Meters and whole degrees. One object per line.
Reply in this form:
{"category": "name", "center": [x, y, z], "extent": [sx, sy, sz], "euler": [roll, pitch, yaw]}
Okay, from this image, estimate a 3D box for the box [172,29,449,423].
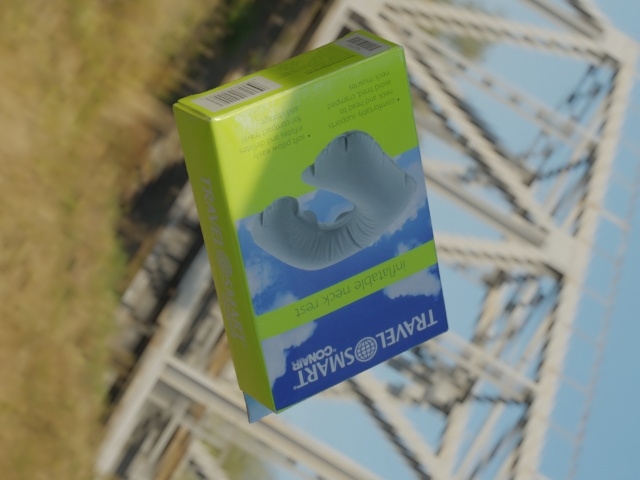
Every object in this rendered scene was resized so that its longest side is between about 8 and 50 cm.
{"category": "box", "center": [0.000, 0.000, 0.922], "extent": [0.109, 0.178, 0.042], "euler": [-24, -152, -24]}
